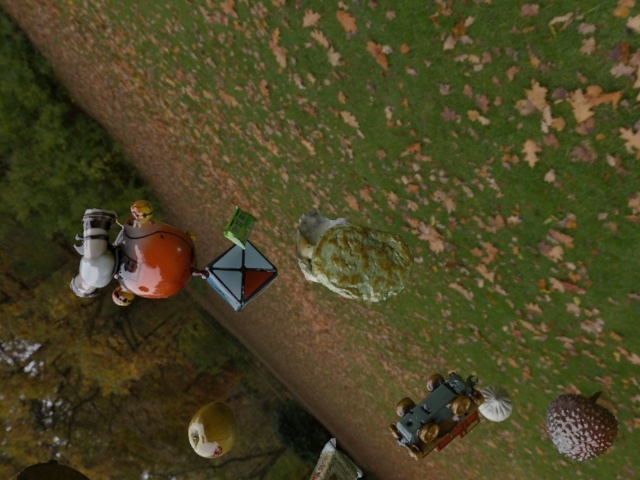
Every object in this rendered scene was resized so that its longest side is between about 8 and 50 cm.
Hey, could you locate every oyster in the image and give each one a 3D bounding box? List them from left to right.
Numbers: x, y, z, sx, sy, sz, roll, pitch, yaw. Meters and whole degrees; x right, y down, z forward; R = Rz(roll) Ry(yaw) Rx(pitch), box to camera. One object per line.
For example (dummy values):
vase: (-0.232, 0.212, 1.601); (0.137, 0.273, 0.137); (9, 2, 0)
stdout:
oyster: (0.003, 0.007, 1.640); (0.275, 0.271, 0.100); (37, 161, 45)

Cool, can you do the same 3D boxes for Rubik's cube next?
Rubik's cube: (-0.375, 0.166, 2.184); (0.248, 0.250, 0.246); (47, 159, 4)

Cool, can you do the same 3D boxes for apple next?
apple: (-0.380, 0.669, 1.626); (0.182, 0.155, 0.183); (12, 105, 50)

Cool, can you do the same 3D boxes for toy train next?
toy train: (0.430, 0.623, 1.638); (0.163, 0.369, 0.232); (35, 156, 56)

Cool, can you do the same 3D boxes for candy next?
candy: (-0.289, -0.051, 1.671); (0.102, 0.178, 0.032); (40, 125, -20)

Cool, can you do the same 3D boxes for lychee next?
lychee: (0.668, 0.463, 1.182); (0.165, 0.197, 0.165); (28, 163, 9)

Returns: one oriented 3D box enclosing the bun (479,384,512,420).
bun: (0.691, 0.638, 1.820); (0.138, 0.138, 0.094); (36, 164, 27)

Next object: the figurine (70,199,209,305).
figurine: (-0.478, 0.054, 1.243); (0.196, 0.323, 0.320); (42, 120, 43)

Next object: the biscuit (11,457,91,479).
biscuit: (-0.723, 0.727, 1.241); (0.296, 0.075, 0.296); (37, -177, -2)

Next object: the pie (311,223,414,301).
pie: (0.098, 0.061, 1.125); (0.247, 0.201, 0.090); (14, 151, 6)

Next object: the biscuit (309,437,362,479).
biscuit: (0.020, 0.809, 1.449); (0.079, 0.309, 0.186); (-33, 100, 37)
